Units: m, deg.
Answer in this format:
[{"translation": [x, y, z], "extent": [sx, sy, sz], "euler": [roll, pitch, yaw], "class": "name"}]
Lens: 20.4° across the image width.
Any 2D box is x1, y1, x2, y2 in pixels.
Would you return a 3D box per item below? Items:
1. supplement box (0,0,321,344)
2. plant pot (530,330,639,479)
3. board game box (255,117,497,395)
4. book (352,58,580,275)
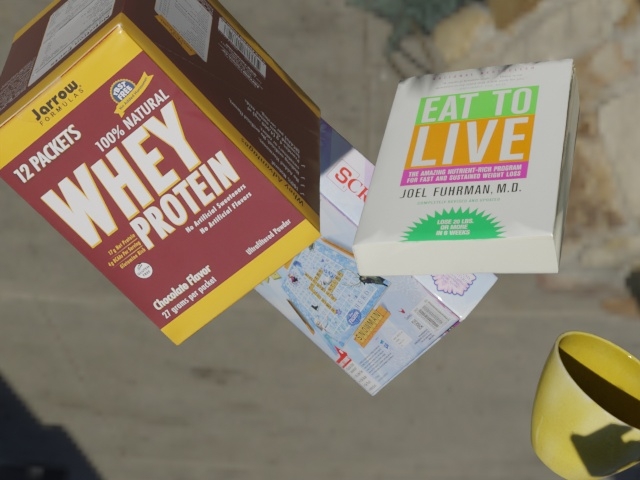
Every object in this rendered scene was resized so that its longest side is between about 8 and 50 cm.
[{"translation": [-0.107, -0.074, 1.193], "extent": [0.129, 0.194, 0.191], "euler": [-37, 112, 18], "class": "supplement box"}, {"translation": [0.241, 0.161, 1.593], "extent": [0.134, 0.134, 0.095], "euler": [16, 120, -32], "class": "plant pot"}, {"translation": [0.000, 0.000, 1.858], "extent": [0.318, 0.066, 0.319], "euler": [42, 156, 1], "class": "board game box"}, {"translation": [0.075, -0.035, 0.884], "extent": [0.096, 0.144, 0.035], "euler": [-2, 128, 14], "class": "book"}]
